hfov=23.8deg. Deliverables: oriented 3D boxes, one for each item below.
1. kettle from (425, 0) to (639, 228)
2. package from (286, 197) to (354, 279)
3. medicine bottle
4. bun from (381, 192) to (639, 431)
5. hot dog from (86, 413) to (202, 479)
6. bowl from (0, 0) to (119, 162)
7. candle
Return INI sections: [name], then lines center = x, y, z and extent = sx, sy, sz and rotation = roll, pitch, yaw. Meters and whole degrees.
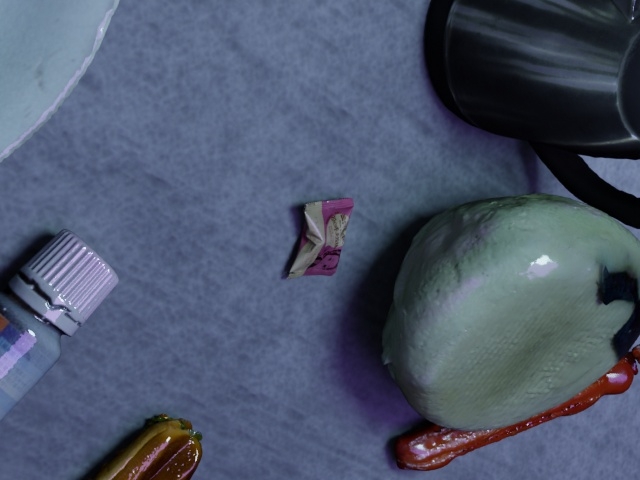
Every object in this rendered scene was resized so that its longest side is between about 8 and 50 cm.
[kettle]
center = 0.247, -0.149, 1.383
extent = 0.207, 0.271, 0.251
rotation = 9, 101, -34
[package]
center = 0.000, 0.000, 1.430
extent = 0.059, 0.029, 0.083
rotation = -5, 120, -39
[medicine bottle]
center = -0.258, 0.084, 1.264
extent = 0.203, 0.083, 0.083
rotation = -46, 125, -10
[bun]
center = 0.178, 0.050, 1.476
extent = 0.283, 0.179, 0.283
rotation = -16, 143, -12
[hot dog]
center = -0.183, 0.235, 1.382
extent = 0.188, 0.055, 0.072
rotation = -43, 121, -12
[bowl]
center = -0.362, -0.239, 1.013
extent = 0.434, 0.196, 0.435
rotation = -12, 113, -29
[candle]
center = 0.220, 0.182, 1.624
extent = 0.329, 0.048, 0.051
rotation = -17, 102, -25
